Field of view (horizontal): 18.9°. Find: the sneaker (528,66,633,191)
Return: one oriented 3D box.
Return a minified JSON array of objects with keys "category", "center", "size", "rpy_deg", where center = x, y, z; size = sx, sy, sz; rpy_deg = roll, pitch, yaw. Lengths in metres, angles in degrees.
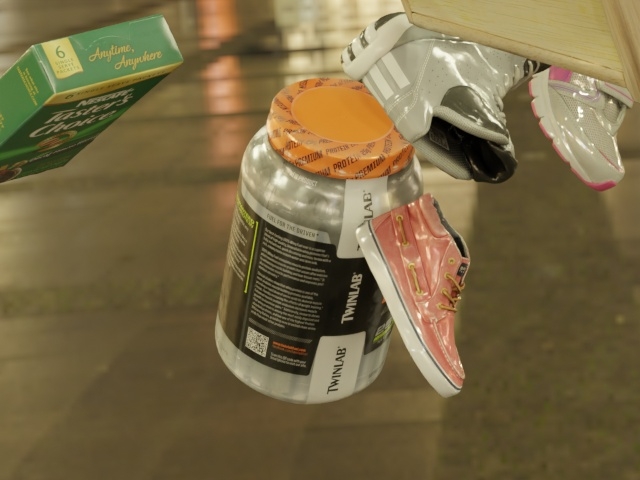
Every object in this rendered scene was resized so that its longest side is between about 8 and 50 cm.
[{"category":"sneaker","center":[0.258,-0.173,1.794],"size":[0.111,0.252,0.103],"rpy_deg":[-14,-14,26]}]

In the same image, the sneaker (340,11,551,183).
[{"category":"sneaker","center":[0.122,-0.100,1.432],"size":[0.228,0.132,0.086],"rpy_deg":[-10,-27,-45]}]

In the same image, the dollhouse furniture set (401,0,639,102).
[{"category":"dollhouse furniture set","center":[0.250,-0.279,1.219],"size":[0.394,0.362,0.256],"rpy_deg":[-33,29,-18]}]

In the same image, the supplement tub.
[{"category":"supplement tub","center":[0.000,0.000,2.029],"size":[0.193,0.316,0.194],"rpy_deg":[7,36,-5]}]

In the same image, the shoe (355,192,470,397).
[{"category":"shoe","center":[0.105,0.048,1.736],"size":[0.081,0.178,0.063],"rpy_deg":[-28,-8,14]}]

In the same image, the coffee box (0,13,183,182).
[{"category":"coffee box","center":[-0.187,-0.090,1.327],"size":[0.113,0.040,0.184],"rpy_deg":[-19,-10,-41]}]
